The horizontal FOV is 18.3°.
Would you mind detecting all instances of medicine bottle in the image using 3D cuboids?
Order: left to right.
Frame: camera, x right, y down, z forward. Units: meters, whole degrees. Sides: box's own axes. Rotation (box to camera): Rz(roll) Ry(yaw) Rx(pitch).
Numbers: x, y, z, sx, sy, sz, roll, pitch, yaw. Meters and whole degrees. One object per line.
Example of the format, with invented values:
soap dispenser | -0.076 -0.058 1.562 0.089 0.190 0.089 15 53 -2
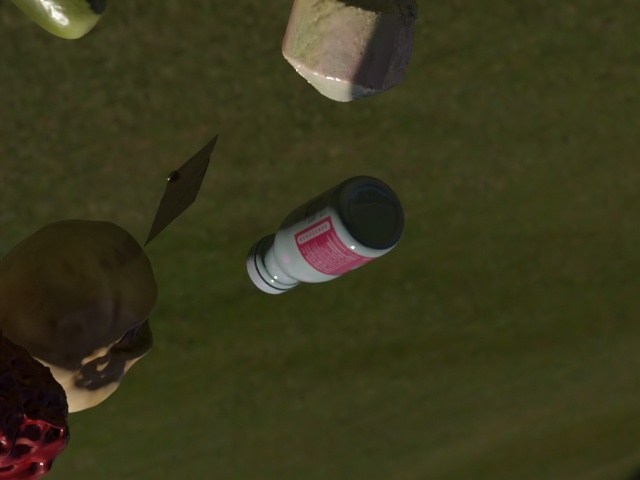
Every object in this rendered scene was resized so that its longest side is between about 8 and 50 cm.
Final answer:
medicine bottle | 0.000 0.000 2.187 0.090 0.090 0.217 -13 171 -35

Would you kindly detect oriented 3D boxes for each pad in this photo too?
pad | -0.196 -0.074 2.799 0.113 0.006 0.187 -39 -160 29

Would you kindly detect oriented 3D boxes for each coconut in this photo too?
coconut | 0.026 -0.181 1.762 0.116 0.116 0.122 -11 124 -40

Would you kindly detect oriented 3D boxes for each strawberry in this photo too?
strawberry | -0.459 0.179 2.278 0.345 0.295 0.317 10 112 -29

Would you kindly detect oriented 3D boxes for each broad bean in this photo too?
broad bean | -0.263 -0.256 1.768 0.082 0.174 0.124 -54 -174 -11

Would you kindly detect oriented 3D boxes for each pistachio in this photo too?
pistachio | -0.337 0.094 2.677 0.238 0.229 0.321 15 -150 1
